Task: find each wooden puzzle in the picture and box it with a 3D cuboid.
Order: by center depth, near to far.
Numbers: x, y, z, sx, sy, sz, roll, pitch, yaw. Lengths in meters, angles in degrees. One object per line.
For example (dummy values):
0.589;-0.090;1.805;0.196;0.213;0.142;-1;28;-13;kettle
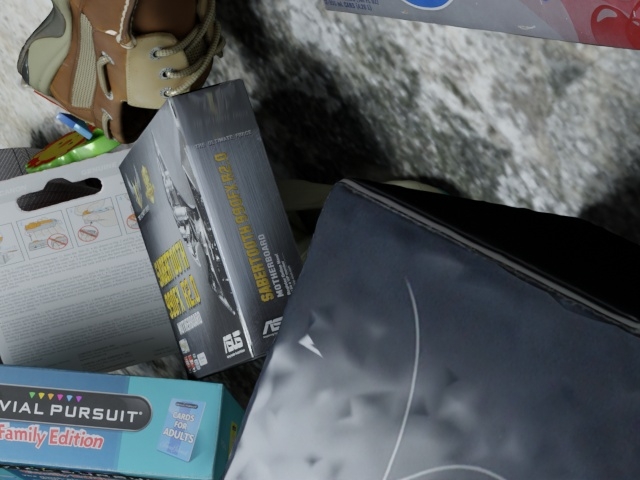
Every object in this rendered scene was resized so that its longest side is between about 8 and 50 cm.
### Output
-0.204;-0.123;1.263;0.078;0.116;0.014;30;117;-16;wooden puzzle

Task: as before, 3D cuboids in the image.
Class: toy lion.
-0.192;-0.079;1.292;0.100;0.096;0.034;-2;123;53;toy lion

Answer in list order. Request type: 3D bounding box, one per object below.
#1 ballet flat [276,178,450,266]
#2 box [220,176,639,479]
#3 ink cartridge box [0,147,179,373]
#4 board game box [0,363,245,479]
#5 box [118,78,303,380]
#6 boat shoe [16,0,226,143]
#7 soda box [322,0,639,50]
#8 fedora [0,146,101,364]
0.000;0.000;1.142;0.248;0.086;0.086;-8;118;56;ballet flat
0.173;0.280;0.800;0.480;0.297;0.472;29;102;32;box
-0.200;0.017;1.334;0.056;0.181;0.225;-111;8;-53;ink cartridge box
-0.182;0.180;1.353;0.253;0.079;0.336;4;163;7;board game box
-0.078;0.001;1.141;0.231;0.056;0.183;152;100;-72;box
-0.118;-0.156;1.103;0.120;0.122;0.324;45;158;-3;boat shoe
0.104;-0.165;0.816;0.263;0.083;0.092;15;137;44;soda box
-0.279;0.017;1.434;0.275;0.243;0.124;104;149;-48;fedora
